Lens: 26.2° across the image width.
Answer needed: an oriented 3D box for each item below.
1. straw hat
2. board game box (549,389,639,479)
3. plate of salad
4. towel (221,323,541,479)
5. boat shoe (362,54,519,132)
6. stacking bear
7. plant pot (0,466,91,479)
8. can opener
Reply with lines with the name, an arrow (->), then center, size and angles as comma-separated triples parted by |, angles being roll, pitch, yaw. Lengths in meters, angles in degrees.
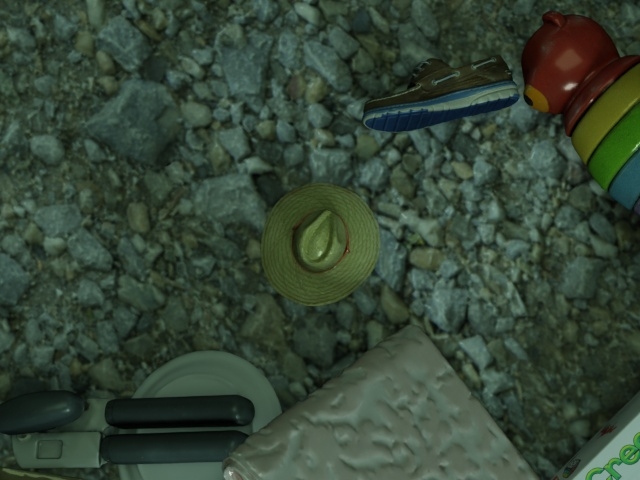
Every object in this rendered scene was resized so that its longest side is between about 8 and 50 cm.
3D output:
straw hat -> 0.000, 0.000, 1.528 | 0.145, 0.061, 0.144 | 0, 80, 0
board game box -> 0.408, 0.225, 1.443 | 0.193, 0.053, 0.305 | 42, 98, -7
plate of salad -> -0.128, 0.218, 1.485 | 0.200, 0.048, 0.199 | -7, 69, 19
towel -> 0.095, 0.272, 1.394 | 0.317, 0.053, 0.332 | 52, 40, 6
boat shoe -> 0.131, -0.170, 1.562 | 0.183, 0.066, 0.066 | -11, 76, -13
stacking bear -> 0.337, -0.131, 1.514 | 0.164, 0.175, 0.289 | -42, 76, -5
plant pot -> -0.308, 0.305, 1.454 | 0.109, 0.109, 0.096 | 7, 93, 0
can opener -> -0.213, 0.197, 1.444 | 0.283, 0.095, 0.076 | -5, 70, 20
